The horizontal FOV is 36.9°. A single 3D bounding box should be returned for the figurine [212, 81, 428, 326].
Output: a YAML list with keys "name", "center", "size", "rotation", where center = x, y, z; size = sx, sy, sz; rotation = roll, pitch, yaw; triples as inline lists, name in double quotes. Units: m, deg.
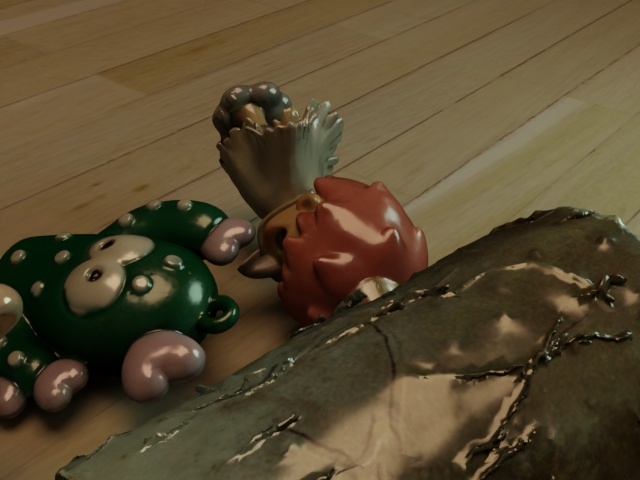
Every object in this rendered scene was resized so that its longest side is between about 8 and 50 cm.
- name: "figurine"
  center: [0.000, 0.000, 0.910]
  size: [0.166, 0.207, 0.387]
  rotation: [-23, 51, -7]

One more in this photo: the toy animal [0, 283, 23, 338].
- name: "toy animal"
  center: [-0.327, 0.149, 0.581]
  size: [0.246, 0.345, 0.278]
  rotation: [27, 33, -33]

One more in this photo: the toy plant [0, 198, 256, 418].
- name: "toy plant"
  center: [-0.177, 0.053, 0.837]
  size: [0.243, 0.113, 0.233]
  rotation: [-9, 42, 8]

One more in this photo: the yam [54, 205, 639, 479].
- name: "yam"
  center: [0.055, 0.141, 0.552]
  size: [0.348, 0.241, 0.241]
  rotation: [-30, 43, -19]
